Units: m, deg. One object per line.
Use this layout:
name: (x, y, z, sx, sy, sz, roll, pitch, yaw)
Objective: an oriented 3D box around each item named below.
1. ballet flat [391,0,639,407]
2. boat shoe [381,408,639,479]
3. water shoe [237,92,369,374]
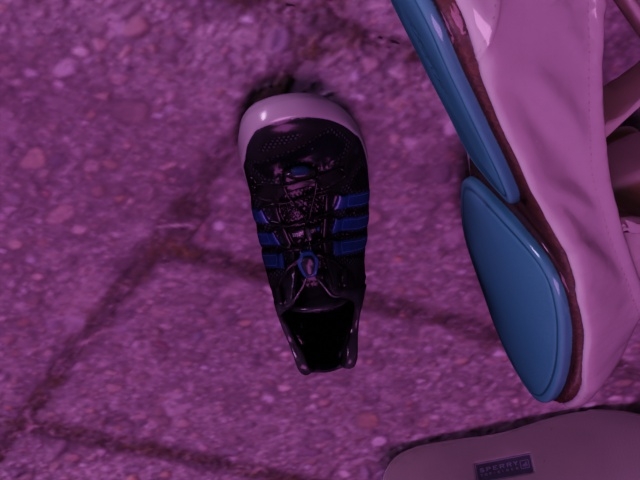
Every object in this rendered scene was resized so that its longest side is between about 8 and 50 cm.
ballet flat: (0.140, -0.045, 1.046, 0.139, 0.139, 0.400, -15, 140, 7)
boat shoe: (0.158, 0.176, 1.352, 0.227, 0.079, 0.081, -7, 150, 5)
water shoe: (0.000, 0.000, 1.095, 0.073, 0.080, 0.203, -11, 141, 1)
